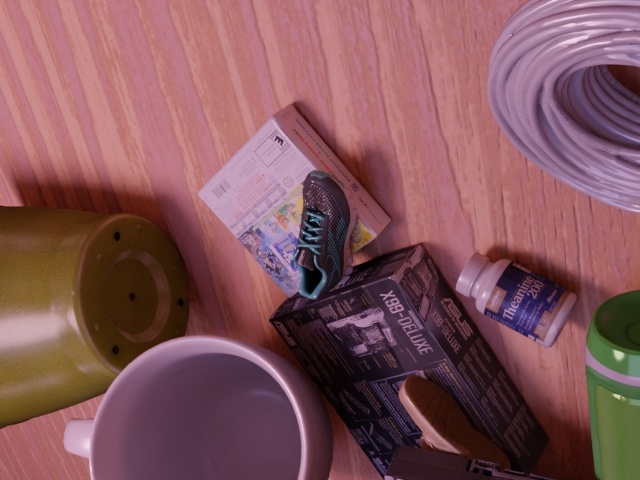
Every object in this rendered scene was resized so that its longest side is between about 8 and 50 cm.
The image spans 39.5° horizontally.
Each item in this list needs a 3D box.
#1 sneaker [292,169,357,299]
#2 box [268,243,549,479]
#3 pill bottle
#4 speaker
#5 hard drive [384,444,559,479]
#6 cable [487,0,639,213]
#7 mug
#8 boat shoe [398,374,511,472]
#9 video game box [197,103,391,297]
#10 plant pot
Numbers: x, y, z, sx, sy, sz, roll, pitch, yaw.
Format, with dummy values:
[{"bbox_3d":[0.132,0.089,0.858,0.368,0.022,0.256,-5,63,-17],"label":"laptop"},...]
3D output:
[{"bbox_3d":[0.000,0.000,1.023,0.065,0.076,0.166,15,130,28],"label":"sneaker"},{"bbox_3d":[0.107,0.174,1.139,0.242,0.076,0.307,-24,104,47],"label":"box"},{"bbox_3d":[0.212,0.061,0.971,0.120,0.067,0.067,28,135,19],"label":"pill bottle"},{"bbox_3d":[0.347,0.201,0.926,0.131,0.131,0.297,9,126,35],"label":"speaker"},{"bbox_3d":[0.202,0.407,1.056,0.236,0.064,0.339,7,122,21],"label":"hard drive"},{"bbox_3d":[0.265,-0.121,0.716,0.257,0.089,0.257,22,157,19],"label":"cable"},{"bbox_3d":[-0.165,0.276,1.217,0.374,0.328,0.276,1,80,11],"label":"mug"},{"bbox_3d":[0.147,0.233,1.047,0.170,0.063,0.059,46,131,-2],"label":"boat shoe"},{"bbox_3d":[-0.038,-0.043,1.111,0.187,0.048,0.205,51,138,-2],"label":"video game box"},{"bbox_3d":[-0.400,0.099,1.332,0.353,0.366,0.366,-9,115,29],"label":"plant pot"}]
